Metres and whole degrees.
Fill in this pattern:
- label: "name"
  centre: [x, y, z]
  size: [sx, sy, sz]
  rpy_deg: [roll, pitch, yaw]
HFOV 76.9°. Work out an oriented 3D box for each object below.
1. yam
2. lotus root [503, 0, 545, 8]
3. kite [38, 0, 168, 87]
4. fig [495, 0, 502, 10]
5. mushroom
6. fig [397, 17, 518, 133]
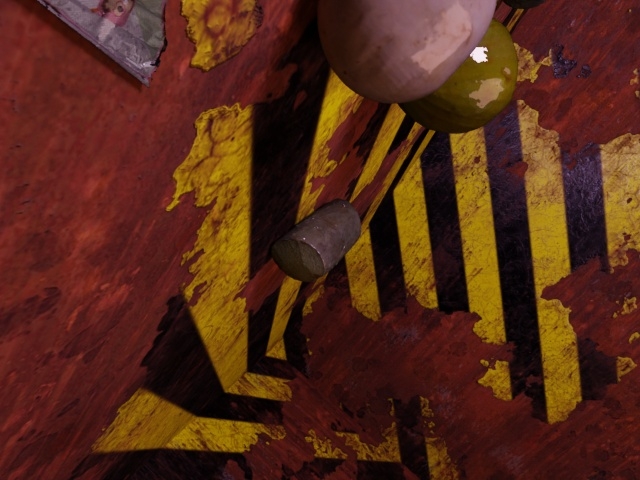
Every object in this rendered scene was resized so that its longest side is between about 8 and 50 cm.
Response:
- label: "yam"
  centre: [0.000, 0.000, 1.101]
  size: [0.268, 0.161, 0.161]
  rpy_deg: [-44, 168, -48]
- label: "lotus root"
  centre: [0.484, -0.625, 0.902]
  size: [0.175, 0.175, 0.349]
  rpy_deg: [-53, 172, 11]
- label: "kite"
  centre: [-0.111, -0.216, 0.215]
  size: [0.268, 0.013, 0.322]
  rpy_deg: [-40, 168, -43]
- label: "fig"
  centre: [0.315, -0.499, 0.811]
  size: [0.154, 0.103, 0.109]
  rpy_deg: [-53, 133, -38]
- label: "mushroom"
  centre: [0.098, -0.285, 0.479]
  size: [0.206, 0.207, 0.208]
  rpy_deg: [111, -21, -60]
- label: "fig"
  centre: [0.257, -0.332, 0.817]
  size: [0.271, 0.239, 0.239]
  rpy_deg: [-21, 156, -27]
